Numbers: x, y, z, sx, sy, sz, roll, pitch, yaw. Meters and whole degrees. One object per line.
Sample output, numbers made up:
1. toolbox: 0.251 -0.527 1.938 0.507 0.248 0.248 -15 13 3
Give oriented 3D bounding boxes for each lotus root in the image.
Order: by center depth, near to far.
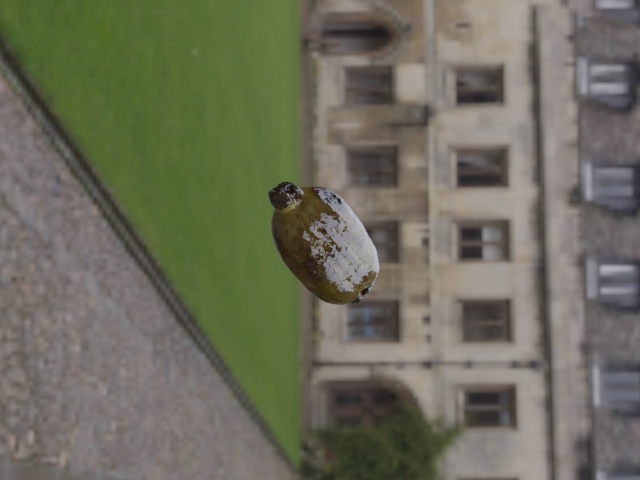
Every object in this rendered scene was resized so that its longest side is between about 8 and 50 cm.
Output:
1. lotus root: 0.000 0.000 2.358 0.260 0.128 0.145 49 67 -28
